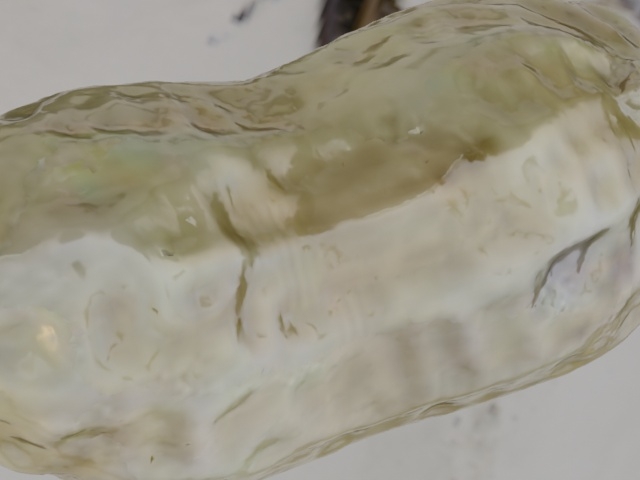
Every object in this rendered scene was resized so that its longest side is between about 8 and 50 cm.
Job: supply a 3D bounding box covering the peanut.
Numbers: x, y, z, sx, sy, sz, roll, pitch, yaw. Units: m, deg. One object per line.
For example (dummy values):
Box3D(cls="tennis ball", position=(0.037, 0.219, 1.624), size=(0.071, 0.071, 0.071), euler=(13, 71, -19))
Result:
Box3D(cls="peanut", position=(0.000, 0.000, 0.641), size=(0.325, 0.153, 0.140), euler=(-15, 91, -37))
